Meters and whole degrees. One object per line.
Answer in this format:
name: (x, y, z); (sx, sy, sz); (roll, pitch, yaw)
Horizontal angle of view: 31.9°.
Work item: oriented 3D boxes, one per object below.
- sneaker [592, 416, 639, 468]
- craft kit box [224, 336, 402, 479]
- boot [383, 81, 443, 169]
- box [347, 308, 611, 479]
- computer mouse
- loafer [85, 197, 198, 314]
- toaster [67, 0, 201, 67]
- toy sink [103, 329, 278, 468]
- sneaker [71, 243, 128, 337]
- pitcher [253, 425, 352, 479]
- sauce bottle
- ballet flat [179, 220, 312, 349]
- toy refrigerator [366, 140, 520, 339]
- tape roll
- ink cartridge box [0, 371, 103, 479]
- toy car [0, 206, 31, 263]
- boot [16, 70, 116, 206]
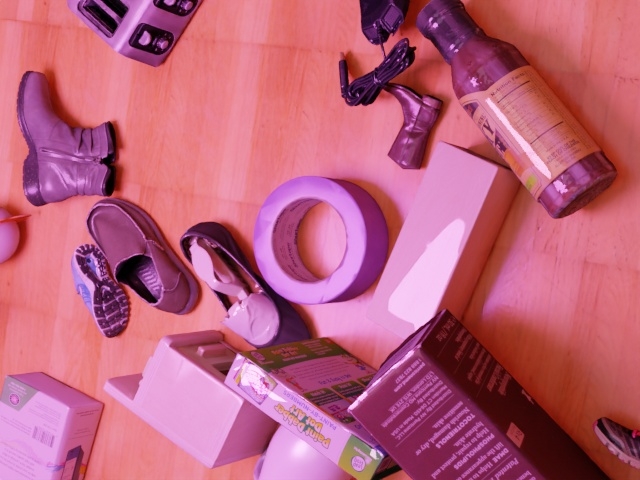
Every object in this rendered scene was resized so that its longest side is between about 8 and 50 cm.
sneaker: (0.436, 0.263, 1.434); (0.170, 0.063, 0.075); (29, 103, 20)
craft kit box: (0.032, 0.225, 1.541); (0.246, 0.250, 0.061); (35, 106, 24)
boot: (0.115, -0.166, 1.625); (0.106, 0.037, 0.114); (27, 106, 28)
box: (0.228, 0.283, 1.419); (0.143, 0.191, 0.381); (-44, 87, 19)
computer mouse: (0.083, -0.321, 1.625); (0.184, 0.060, 0.262); (-41, 49, 51)
loafer: (-0.300, 0.021, 1.808); (0.251, 0.087, 0.094); (42, 108, 22)
toaster: (-0.298, -0.401, 1.801); (0.185, 0.110, 0.168); (43, 107, 22)
toy sink: (-0.186, 0.222, 1.712); (0.234, 0.152, 0.131); (31, 103, 26)
sneaker: (-0.373, 0.086, 1.872); (0.073, 0.063, 0.162); (-22, 87, 58)
pitcher: (-0.033, 0.319, 1.633); (0.207, 0.125, 0.178); (-52, 24, 20)
sauce bottle: (0.255, -0.189, 1.510); (0.111, 0.111, 0.344); (-42, 69, 21)
ballet flat: (-0.127, 0.087, 1.712); (0.280, 0.096, 0.095); (48, 114, 20)
toy refrigerator: (0.174, 0.008, 1.560); (0.102, 0.094, 0.270); (28, 102, 32)
tape roll: (0.000, 0.000, 1.656); (0.189, 0.080, 0.189); (-1, 88, 28)
ink cartridge box: (-0.477, 0.349, 1.896); (0.154, 0.093, 0.213); (20, 97, 27)
toy car: (-0.610, 0.007, 1.922); (0.238, 0.210, 0.219); (-32, 86, 11)
boot: (-0.420, -0.179, 1.892); (0.161, 0.083, 0.247); (-10, 78, 12)
